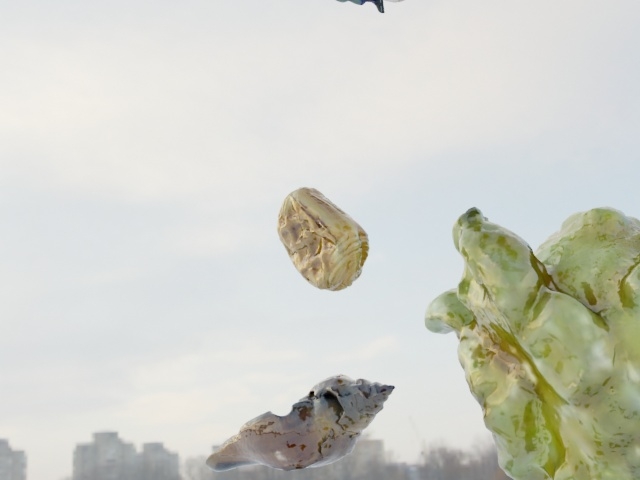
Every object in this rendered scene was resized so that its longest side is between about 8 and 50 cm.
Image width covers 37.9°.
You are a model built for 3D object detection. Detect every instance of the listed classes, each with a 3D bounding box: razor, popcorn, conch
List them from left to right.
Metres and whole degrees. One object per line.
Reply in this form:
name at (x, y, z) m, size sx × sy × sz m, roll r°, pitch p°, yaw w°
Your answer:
conch at (-0.020, 0.201, 0.959) m, size 0.232 × 0.080 × 0.086 m, roll -32°, pitch -28°, yaw 9°
razor at (0.013, -0.291, 1.070) m, size 0.028 × 0.044 × 0.154 m, roll -28°, pitch 36°, yaw -31°
popcorn at (0.272, 0.110, 0.866) m, size 0.279 × 0.335 × 0.274 m, roll -15°, pitch -8°, yaw -18°

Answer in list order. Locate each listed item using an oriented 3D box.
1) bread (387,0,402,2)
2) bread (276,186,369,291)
bread at (0.047, -0.334, 1.116) m, size 0.119 × 0.067 × 0.192 m, roll 18°, pitch 12°, yaw 15°
bread at (0.000, 0.000, 0.874) m, size 0.044 × 0.110 × 0.083 m, roll -15°, pitch -48°, yaw -35°
